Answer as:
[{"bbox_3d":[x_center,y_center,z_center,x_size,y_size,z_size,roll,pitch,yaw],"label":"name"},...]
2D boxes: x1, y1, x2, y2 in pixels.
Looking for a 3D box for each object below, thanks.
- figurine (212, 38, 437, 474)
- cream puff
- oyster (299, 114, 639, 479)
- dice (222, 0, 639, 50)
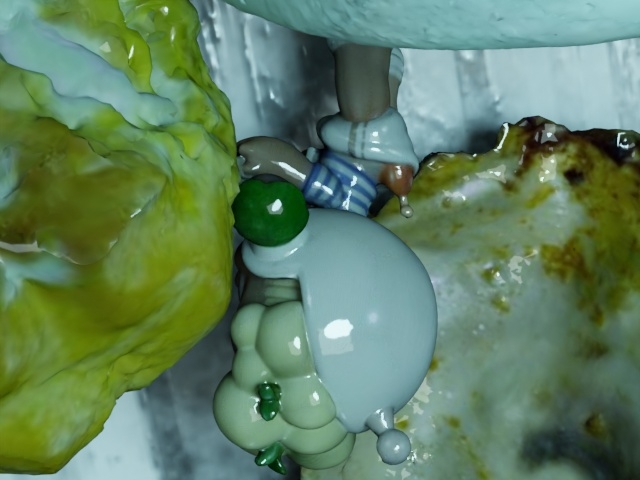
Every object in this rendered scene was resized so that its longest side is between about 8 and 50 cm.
[{"bbox_3d":[-0.001,0.001,0.635,0.093,0.147,0.197,-9,65,12],"label":"figurine"},{"bbox_3d":[-0.161,-0.026,0.563,0.282,0.185,0.282,1,64,-3],"label":"cream puff"},{"bbox_3d":[0.098,0.122,0.717,0.221,0.096,0.361,6,97,27],"label":"oyster"},{"bbox_3d":[0.066,-0.228,0.524,0.262,0.268,0.264,-19,119,-24],"label":"dice"}]
